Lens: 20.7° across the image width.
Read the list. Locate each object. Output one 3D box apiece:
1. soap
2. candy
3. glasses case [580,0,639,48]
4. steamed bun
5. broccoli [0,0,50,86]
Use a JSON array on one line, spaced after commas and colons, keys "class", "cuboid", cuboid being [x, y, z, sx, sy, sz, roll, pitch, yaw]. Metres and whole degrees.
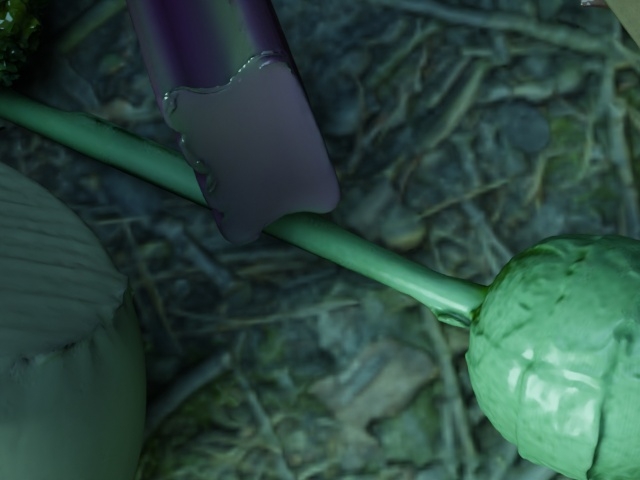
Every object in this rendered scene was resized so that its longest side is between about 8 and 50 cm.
[{"class": "soap", "cuboid": [-0.056, -0.111, 0.863, 0.065, 0.122, 0.203, -21, 52, 1]}, {"class": "candy", "cuboid": [0.000, 0.000, 0.889, 0.440, 0.119, 0.119, 23, 84, 20]}, {"class": "glasses case", "cuboid": [0.147, -0.185, 0.913, 0.102, 0.070, 0.193, -41, 76, 29]}, {"class": "steamed bun", "cuboid": [-0.240, 0.105, 0.819, 0.309, 0.309, 0.309, -2, 79, 10]}, {"class": "broccoli", "cuboid": [-0.239, -0.159, 0.906, 0.220, 0.194, 0.194, 32, 86, 20]}]
